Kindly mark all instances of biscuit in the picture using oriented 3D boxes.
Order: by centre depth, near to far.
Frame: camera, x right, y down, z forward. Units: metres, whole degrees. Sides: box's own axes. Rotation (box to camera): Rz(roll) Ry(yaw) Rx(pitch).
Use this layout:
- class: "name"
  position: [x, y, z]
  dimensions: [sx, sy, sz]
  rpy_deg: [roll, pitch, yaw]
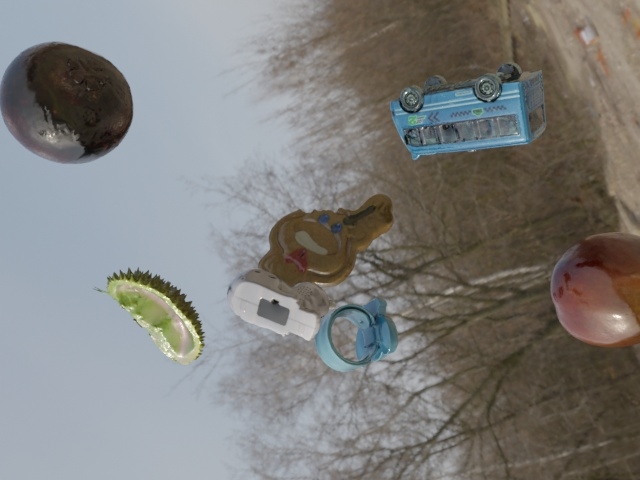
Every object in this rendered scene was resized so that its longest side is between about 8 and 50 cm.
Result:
- class: "biscuit"
  position: [0.007, 0.005, 1.332]
  dimensions: [0.047, 0.320, 0.183]
  rpy_deg: [68, 178, -65]

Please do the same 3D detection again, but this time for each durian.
- class: "durian"
  position: [-0.452, 0.202, 1.878]
  dimensions: [0.355, 0.169, 0.157]
  rpy_deg: [45, 176, -15]

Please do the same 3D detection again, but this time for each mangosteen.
- class: "mangosteen"
  position: [-0.596, -0.309, 1.559]
  dimensions: [0.297, 0.293, 0.297]
  rpy_deg: [35, -154, -20]

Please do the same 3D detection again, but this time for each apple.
- class: "apple"
  position: [0.534, 0.090, 1.200]
  dimensions: [0.234, 0.234, 0.234]
  rpy_deg: [55, -162, -28]

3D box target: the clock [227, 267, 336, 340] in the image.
- class: "clock"
  position: [-0.067, 0.098, 1.136]
  dimensions: [0.117, 0.176, 0.080]
  rpy_deg: [-40, -33, -67]

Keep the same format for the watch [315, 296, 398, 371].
- class: "watch"
  position: [0.087, 0.255, 1.817]
  dimensions: [0.193, 0.211, 0.211]
  rpy_deg: [2, -127, -24]

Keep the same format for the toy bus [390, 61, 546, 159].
- class: "toy bus"
  position: [0.251, -0.219, 1.143]
  dimensions: [0.113, 0.246, 0.134]
  rpy_deg: [-34, -64, -48]
